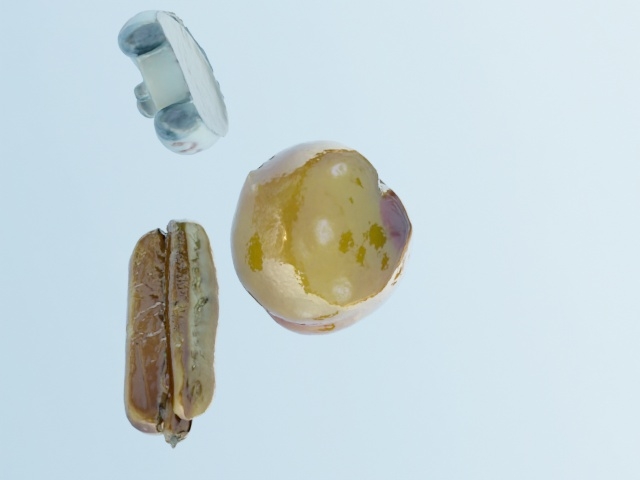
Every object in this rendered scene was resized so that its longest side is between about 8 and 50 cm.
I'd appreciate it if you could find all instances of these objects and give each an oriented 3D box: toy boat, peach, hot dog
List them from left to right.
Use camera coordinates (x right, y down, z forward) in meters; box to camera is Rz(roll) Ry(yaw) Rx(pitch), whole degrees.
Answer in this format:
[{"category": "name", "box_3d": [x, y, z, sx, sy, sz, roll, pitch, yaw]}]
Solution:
[{"category": "toy boat", "box_3d": [-0.143, -0.137, 1.654, 0.134, 0.079, 0.208, 64, -174, -2]}, {"category": "hot dog", "box_3d": [-0.127, 0.081, 1.593, 0.062, 0.092, 0.235, 46, -147, -42]}, {"category": "peach", "box_3d": [0.000, 0.000, 1.289, 0.138, 0.138, 0.138, 30, -129, -45]}]
